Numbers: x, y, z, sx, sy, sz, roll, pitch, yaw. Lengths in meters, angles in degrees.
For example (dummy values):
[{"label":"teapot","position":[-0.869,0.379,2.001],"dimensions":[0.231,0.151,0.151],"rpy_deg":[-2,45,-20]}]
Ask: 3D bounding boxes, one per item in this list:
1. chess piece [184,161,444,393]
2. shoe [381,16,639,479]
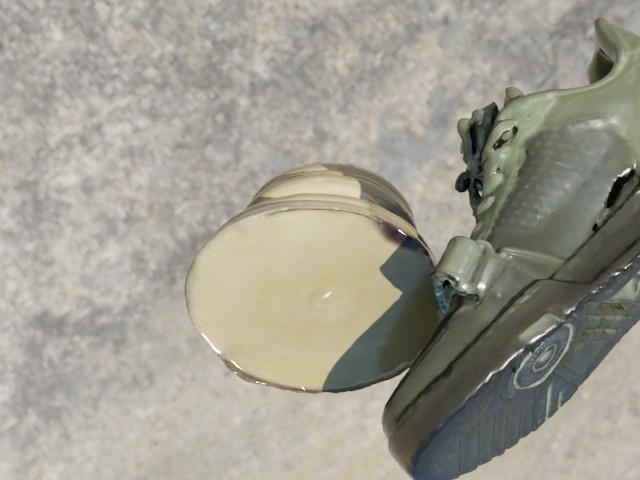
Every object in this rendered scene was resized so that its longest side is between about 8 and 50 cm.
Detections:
[{"label":"chess piece","position":[0.000,0.000,0.914],"dimensions":[0.138,0.124,0.307],"rpy_deg":[-28,-169,7]},{"label":"shoe","position":[0.114,-0.006,0.763],"dimensions":[0.293,0.149,0.109],"rpy_deg":[-42,154,-12]}]
